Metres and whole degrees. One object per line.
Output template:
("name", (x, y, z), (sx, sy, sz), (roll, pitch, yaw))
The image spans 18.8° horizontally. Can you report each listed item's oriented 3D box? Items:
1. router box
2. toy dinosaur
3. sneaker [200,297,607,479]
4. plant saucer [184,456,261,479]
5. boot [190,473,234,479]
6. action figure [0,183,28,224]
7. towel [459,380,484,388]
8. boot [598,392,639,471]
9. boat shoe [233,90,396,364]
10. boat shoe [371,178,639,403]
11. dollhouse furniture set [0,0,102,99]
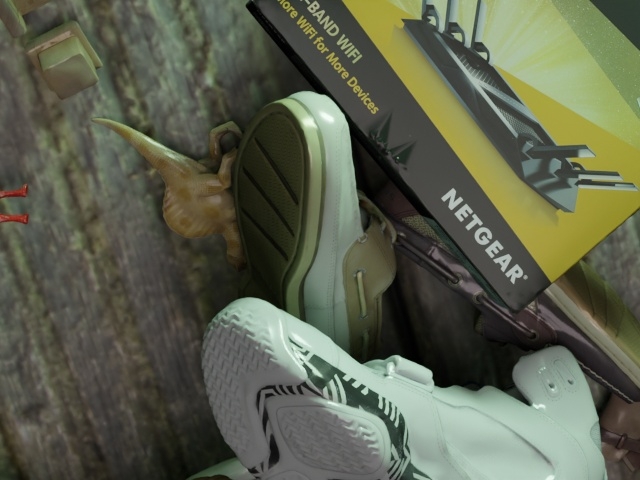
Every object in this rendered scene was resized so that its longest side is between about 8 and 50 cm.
("router box", (0.134, -0.138, 1.451), (0.243, 0.081, 0.309), (-41, 97, -2))
("toy dinosaur", (-0.091, -0.047, 1.520), (0.092, 0.053, 0.183), (-40, 110, 9))
("sneaker", (0.078, 0.139, 1.487), (0.366, 0.210, 0.137), (45, 139, -12))
("plant saucer", (-0.011, 0.336, 1.645), (0.400, 0.100, 0.400), (-2, 111, -7))
("boot", (-0.215, 0.234, 1.519), (0.269, 0.089, 0.236), (28, 99, 23))
("action figure", (-0.287, -0.027, 1.513), (0.115, 0.030, 0.038), (0, 104, -3))
("towel", (0.148, 0.173, 1.646), (0.119, 0.029, 0.067), (41, 100, -18))
("boot", (0.257, 0.144, 1.645), (0.118, 0.042, 0.087), (38, 103, -18))
("boat shoe", (0.000, 0.000, 1.496), (0.103, 0.113, 0.302), (-18, 141, -22))
("boat shoe", (0.157, 0.040, 1.564), (0.285, 0.103, 0.092), (40, 110, -13))
("dollhouse furniture set", (-0.148, -0.330, 1.411), (0.303, 0.174, 0.355), (-25, 135, 1))
